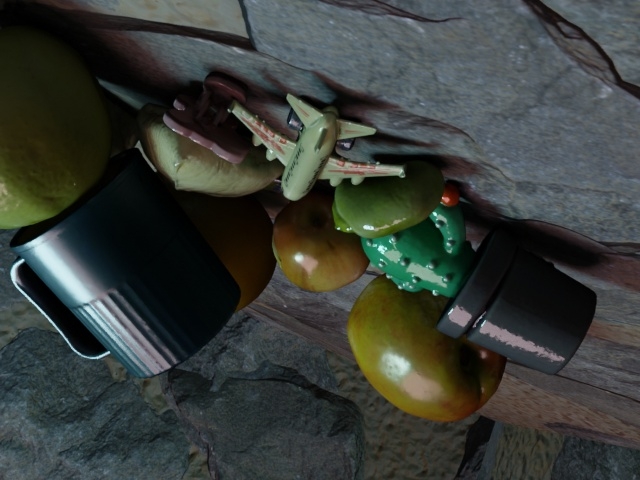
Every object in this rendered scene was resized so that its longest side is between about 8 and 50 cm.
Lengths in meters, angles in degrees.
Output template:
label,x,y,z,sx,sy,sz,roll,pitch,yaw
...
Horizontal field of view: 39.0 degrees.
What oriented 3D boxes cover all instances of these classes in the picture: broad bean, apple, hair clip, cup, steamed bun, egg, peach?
label,x,y,z,sx,sy,sz,roll,pitch,yaw
broad bean,0.085,-0.059,1.247,0.082,0.124,0.175,45,153,-26
apple,0.000,0.000,1.542,0.199,0.199,0.199,20,168,5
hair clip,-0.156,-0.164,1.248,0.123,0.102,0.138,28,166,-19
cup,-0.318,0.059,1.419,0.292,0.308,0.242,53,180,-20
steamed bun,-0.191,-0.125,1.365,0.212,0.110,0.231,31,-169,37
egg,-0.248,0.007,1.687,0.351,0.282,0.283,13,172,-23
peach,0.201,0.196,1.768,0.308,0.307,0.332,31,168,-38
apple,-0.438,-0.155,1.283,0.292,0.292,0.254,2,130,56

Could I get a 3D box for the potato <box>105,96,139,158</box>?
label,x,y,z,sx,sy,sz,roll,pitch,yaw
potato,-0.435,-0.125,1.525,0.211,0.264,0.189,34,172,-28

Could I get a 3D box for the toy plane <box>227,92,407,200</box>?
label,x,y,z,sx,sy,sz,roll,pitch,yaw
toy plane,-0.011,-0.118,1.202,0.242,0.104,0.256,20,168,-6

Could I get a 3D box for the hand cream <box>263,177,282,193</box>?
label,x,y,z,sx,sy,sz,roll,pitch,yaw
hand cream,-0.167,-0.125,1.576,0.235,0.055,0.086,15,171,-9

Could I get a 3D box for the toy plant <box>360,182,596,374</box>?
label,x,y,z,sx,sy,sz,roll,pitch,yaw
toy plant,0.209,0.048,1.390,0.400,0.185,0.279,29,176,3
